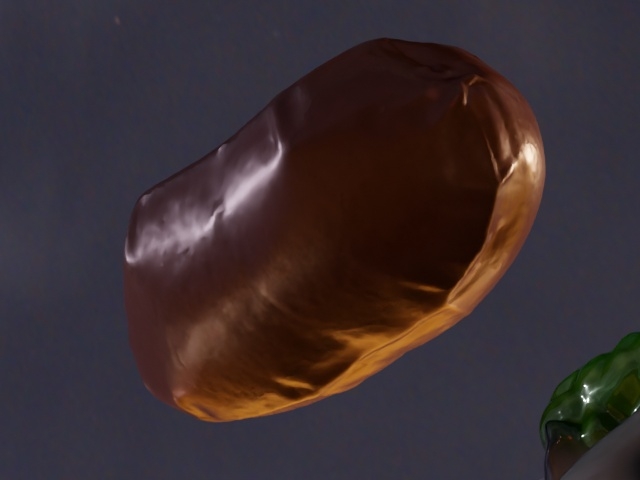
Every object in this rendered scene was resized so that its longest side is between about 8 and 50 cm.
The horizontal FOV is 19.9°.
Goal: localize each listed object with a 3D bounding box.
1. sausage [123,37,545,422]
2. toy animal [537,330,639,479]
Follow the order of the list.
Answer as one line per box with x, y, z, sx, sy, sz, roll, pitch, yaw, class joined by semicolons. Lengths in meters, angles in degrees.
0.001;0.002;0.834;0.133;0.133;0.258;22;-38;-32;sausage
0.145;0.134;0.641;0.213;0.212;0.266;10;-43;-27;toy animal
